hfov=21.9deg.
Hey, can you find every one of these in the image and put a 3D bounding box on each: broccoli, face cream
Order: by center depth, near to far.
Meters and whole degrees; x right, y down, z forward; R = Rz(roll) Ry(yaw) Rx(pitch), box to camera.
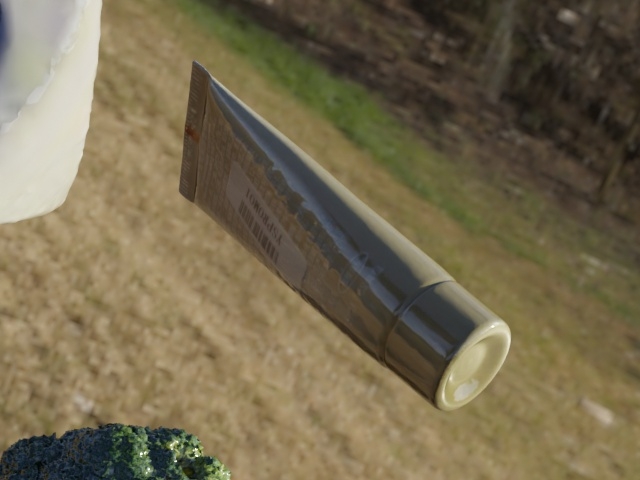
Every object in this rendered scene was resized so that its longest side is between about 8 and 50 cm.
[{"bbox_3d":[0.000,0.000,1.288,0.084,0.137,0.341,-26,52,-35],"label":"face cream"},{"bbox_3d":[-0.232,0.356,1.779,0.283,0.321,0.304,58,14,-60],"label":"broccoli"}]

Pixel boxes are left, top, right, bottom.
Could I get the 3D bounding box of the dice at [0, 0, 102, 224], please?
[{"bbox_3d":[-0.217,-0.129,0.636,0.243,0.251,0.259,-2,7,-21],"label":"dice"}]
